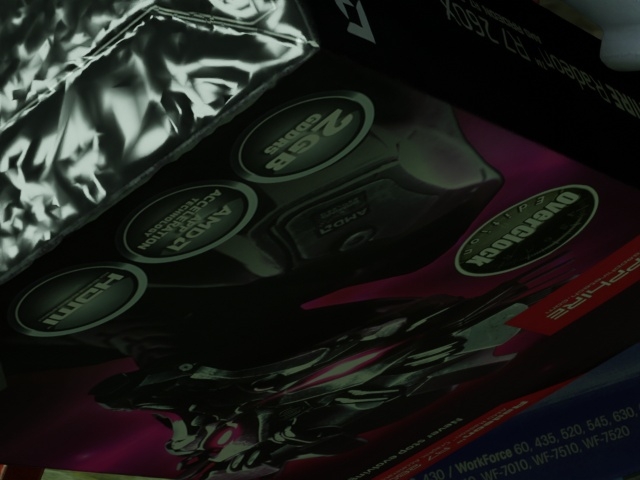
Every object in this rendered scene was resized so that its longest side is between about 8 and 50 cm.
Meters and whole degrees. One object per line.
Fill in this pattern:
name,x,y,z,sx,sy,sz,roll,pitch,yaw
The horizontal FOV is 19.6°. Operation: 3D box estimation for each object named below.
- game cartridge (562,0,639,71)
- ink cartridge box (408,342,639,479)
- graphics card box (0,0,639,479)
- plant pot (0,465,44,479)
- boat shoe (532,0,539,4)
game cartridge,0.063,-0.124,0.450,0.355,0.068,0.230,30,173,-25
ink cartridge box,0.116,0.170,1.080,0.303,0.072,0.307,-16,142,-14
graphics card box,0.000,0.000,0.695,0.233,0.094,0.371,-33,153,23
plant pot,-0.229,0.022,0.877,0.235,0.267,0.267,21,159,-3
boat shoe,0.020,-0.099,0.738,0.137,0.049,0.043,9,118,2
